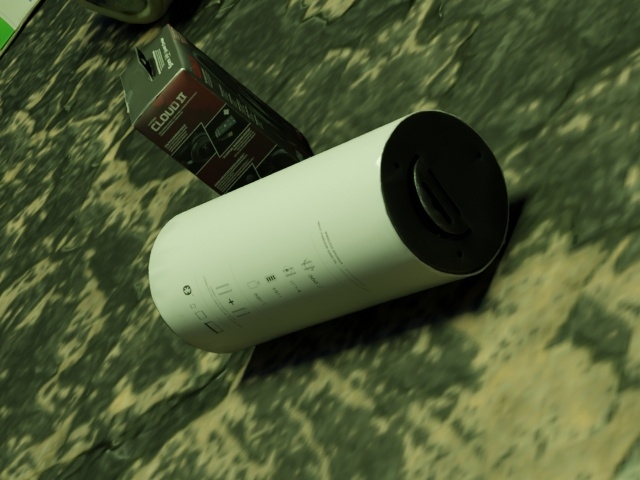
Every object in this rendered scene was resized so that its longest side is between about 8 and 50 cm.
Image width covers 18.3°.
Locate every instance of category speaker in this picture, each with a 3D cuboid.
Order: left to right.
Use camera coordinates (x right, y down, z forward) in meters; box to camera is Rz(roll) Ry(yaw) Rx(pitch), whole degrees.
[{"bbox_3d":[0.000,0.000,0.667,0.136,0.055,0.055,-22,35,51],"label":"speaker"}]

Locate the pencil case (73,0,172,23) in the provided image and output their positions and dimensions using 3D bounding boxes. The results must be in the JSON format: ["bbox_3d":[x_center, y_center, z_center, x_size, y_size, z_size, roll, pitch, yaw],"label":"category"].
[{"bbox_3d":[-0.056,-0.305,1.113,0.410,0.160,0.183,-56,2,-15],"label":"pencil case"}]

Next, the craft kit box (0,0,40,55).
[{"bbox_3d":[-0.231,-0.219,1.453,0.246,0.061,0.250,-52,22,-13],"label":"craft kit box"}]

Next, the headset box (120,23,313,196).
[{"bbox_3d":[-0.042,-0.046,0.781,0.032,0.083,0.062,-47,22,10],"label":"headset box"}]
